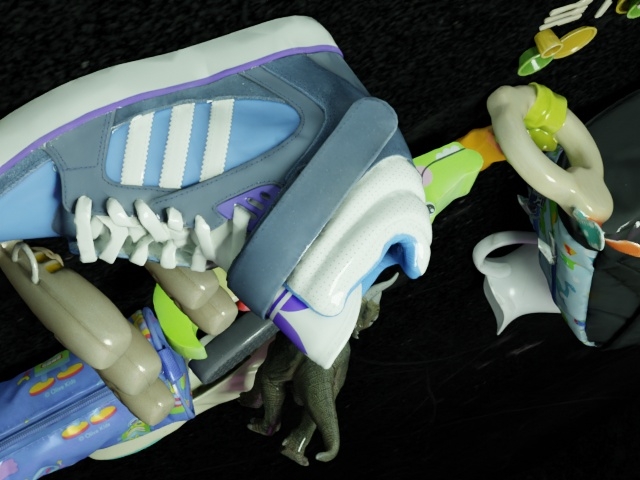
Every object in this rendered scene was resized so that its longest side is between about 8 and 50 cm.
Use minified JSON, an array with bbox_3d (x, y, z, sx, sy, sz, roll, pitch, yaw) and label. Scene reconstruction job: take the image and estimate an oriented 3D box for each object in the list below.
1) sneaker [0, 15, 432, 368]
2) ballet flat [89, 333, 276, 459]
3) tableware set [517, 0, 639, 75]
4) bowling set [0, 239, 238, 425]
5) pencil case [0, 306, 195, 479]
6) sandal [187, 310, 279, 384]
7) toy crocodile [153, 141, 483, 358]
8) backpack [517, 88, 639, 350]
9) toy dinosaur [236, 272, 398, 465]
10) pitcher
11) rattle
[{"bbox_3d":[-0.080,-0.004,1.202,0.322,0.236,0.130,-23,163,-16],"label":"sneaker"},{"bbox_3d":[-0.151,0.151,1.855,0.248,0.086,0.086,-26,163,-11],"label":"ballet flat"},{"bbox_3d":[0.250,-0.188,1.542,0.154,0.024,0.104,-20,162,-25],"label":"tableware set"},{"bbox_3d":[-0.144,0.016,1.392,0.200,0.154,0.287,-44,165,-12],"label":"bowling set"},{"bbox_3d":[-0.268,0.177,1.647,0.306,0.119,0.133,-26,-174,-8],"label":"pencil case"},{"bbox_3d":[-0.031,0.041,1.689,0.254,0.054,0.097,-37,170,-11],"label":"sandal"},{"bbox_3d":[0.000,0.000,1.569,0.340,0.105,0.115,-22,163,-20],"label":"toy crocodile"},{"bbox_3d":[0.358,-0.024,1.867,0.290,0.273,0.356,-27,142,-10],"label":"backpack"},{"bbox_3d":[-0.015,0.125,1.758,0.313,0.121,0.160,-61,169,-72],"label":"toy dinosaur"},{"bbox_3d":[0.292,0.023,2.098,0.207,0.126,0.178,-18,149,6],"label":"pitcher"},{"bbox_3d":[0.198,-0.037,1.602,0.142,0.200,0.130,-34,162,20],"label":"rattle"}]
